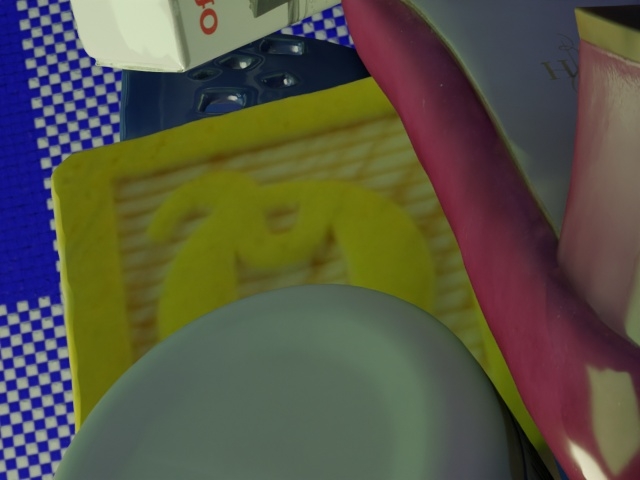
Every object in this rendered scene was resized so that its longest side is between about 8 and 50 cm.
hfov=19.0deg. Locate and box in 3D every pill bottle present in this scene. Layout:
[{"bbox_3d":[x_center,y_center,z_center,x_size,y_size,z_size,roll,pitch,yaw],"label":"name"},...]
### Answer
[{"bbox_3d":[0.032,0.148,0.645,0.264,0.153,0.153,56,-164,-42],"label":"pill bottle"}]

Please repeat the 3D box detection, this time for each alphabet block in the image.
[{"bbox_3d":[0.009,0.066,0.832,0.197,0.193,0.192,66,-170,-59],"label":"alphabet block"}]

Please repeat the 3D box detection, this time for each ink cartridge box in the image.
[{"bbox_3d":[-0.045,-0.205,1.100,0.092,0.218,0.158,12,121,46],"label":"ink cartridge box"}]

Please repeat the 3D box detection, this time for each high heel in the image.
[{"bbox_3d":[0.056,-0.002,0.415,0.244,0.082,0.117,-138,45,-70],"label":"high heel"}]

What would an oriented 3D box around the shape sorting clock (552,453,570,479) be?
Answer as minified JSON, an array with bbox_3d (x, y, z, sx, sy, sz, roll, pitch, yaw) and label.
[{"bbox_3d":[0.081,0.019,0.615,0.206,0.040,0.206,-19,-90,-82],"label":"shape sorting clock"}]

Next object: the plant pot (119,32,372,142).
[{"bbox_3d":[0.000,0.000,1.202,0.236,0.212,0.236,-101,0,-60],"label":"plant pot"}]
